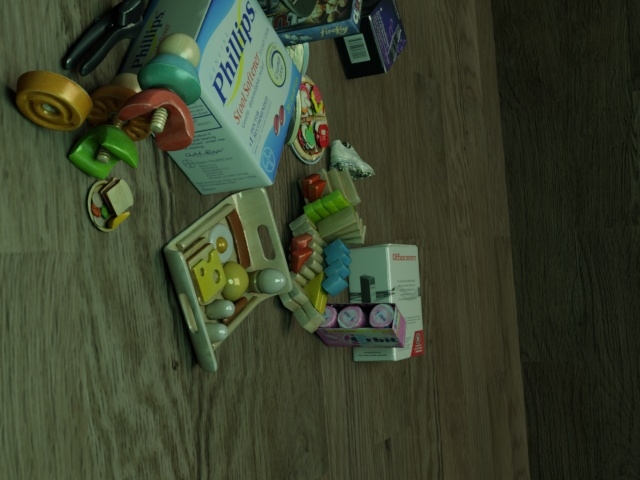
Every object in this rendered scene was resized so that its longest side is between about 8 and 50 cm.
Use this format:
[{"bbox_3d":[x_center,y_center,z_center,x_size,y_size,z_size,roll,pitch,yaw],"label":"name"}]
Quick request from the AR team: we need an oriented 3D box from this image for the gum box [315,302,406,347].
[{"bbox_3d":[0.080,0.182,1.899,0.107,0.188,0.062,57,36,-56],"label":"gum box"}]

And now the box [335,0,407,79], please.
[{"bbox_3d":[0.123,-0.514,2.193,0.207,0.108,0.153,-59,136,-49],"label":"box"}]

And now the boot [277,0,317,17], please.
[{"bbox_3d":[-0.123,-0.476,1.503,0.236,0.179,0.085,44,68,-47],"label":"boot"}]

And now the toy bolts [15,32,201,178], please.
[{"bbox_3d":[-0.273,-0.215,1.214,0.218,0.228,0.158,43,48,-43],"label":"toy bolts"}]

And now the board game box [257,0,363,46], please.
[{"bbox_3d":[-0.034,-0.457,1.708,0.042,0.243,0.165,44,47,-54],"label":"board game box"}]

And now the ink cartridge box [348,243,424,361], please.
[{"bbox_3d":[0.160,0.148,2.140,0.197,0.114,0.272,3,83,-63],"label":"ink cartridge box"}]

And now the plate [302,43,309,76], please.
[{"bbox_3d":[-0.076,-0.428,1.867,0.188,0.024,0.188,-5,90,-65],"label":"plate"}]

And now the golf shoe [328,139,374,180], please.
[{"bbox_3d":[0.077,-0.192,2.093,0.176,0.069,0.086,16,65,-63],"label":"golf shoe"}]

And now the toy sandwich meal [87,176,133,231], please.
[{"bbox_3d":[-0.312,-0.053,1.314,0.085,0.029,0.085,20,68,-62],"label":"toy sandwich meal"}]

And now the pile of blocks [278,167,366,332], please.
[{"bbox_3d":[0.000,0.000,1.804,0.112,0.149,0.362,42,49,-55],"label":"pile of blocks"}]

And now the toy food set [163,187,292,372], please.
[{"bbox_3d":[-0.149,0.059,1.554,0.306,0.092,0.219,-47,127,-57],"label":"toy food set"}]

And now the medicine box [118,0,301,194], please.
[{"bbox_3d":[-0.177,-0.270,1.494,0.289,0.149,0.263,55,39,-46],"label":"medicine box"}]

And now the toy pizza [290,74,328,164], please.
[{"bbox_3d":[-0.024,-0.268,1.933,0.201,0.032,0.201,19,69,-62],"label":"toy pizza"}]

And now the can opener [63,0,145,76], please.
[{"bbox_3d":[-0.323,-0.306,1.315,0.073,0.059,0.186,96,20,-50],"label":"can opener"}]

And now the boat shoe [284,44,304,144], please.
[{"bbox_3d":[-0.082,-0.305,1.786,0.073,0.080,0.223,-3,104,-29],"label":"boat shoe"}]
